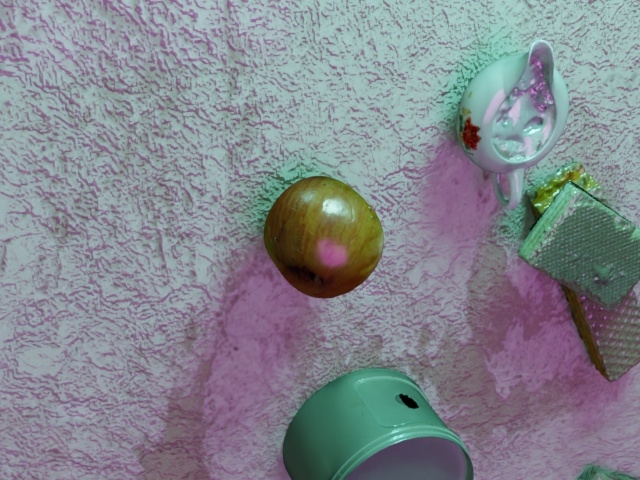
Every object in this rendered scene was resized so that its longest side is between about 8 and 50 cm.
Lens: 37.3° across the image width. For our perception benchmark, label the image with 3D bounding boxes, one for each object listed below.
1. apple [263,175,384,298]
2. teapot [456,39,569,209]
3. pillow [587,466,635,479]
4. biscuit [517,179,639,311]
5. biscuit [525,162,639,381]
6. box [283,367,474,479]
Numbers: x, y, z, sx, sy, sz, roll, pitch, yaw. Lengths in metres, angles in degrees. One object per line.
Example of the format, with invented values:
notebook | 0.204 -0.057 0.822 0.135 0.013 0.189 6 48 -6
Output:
apple | 0.000 0.000 1.093 0.146 0.146 0.147 -11 121 -19
teapot | 0.230 -0.144 1.147 0.145 0.092 0.226 -12 123 -15
pillow | 0.509 0.460 1.634 0.208 0.053 0.119 21 105 -28
biscuit | 0.360 0.012 1.257 0.199 0.040 0.121 25 107 -33
biscuit | 0.394 0.056 1.355 0.094 0.054 0.379 -33 125 -5
box | 0.079 0.310 1.299 0.226 0.149 0.226 -11 121 -19
